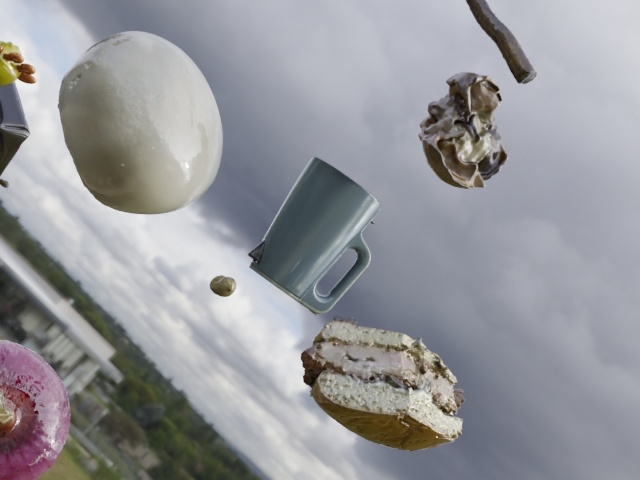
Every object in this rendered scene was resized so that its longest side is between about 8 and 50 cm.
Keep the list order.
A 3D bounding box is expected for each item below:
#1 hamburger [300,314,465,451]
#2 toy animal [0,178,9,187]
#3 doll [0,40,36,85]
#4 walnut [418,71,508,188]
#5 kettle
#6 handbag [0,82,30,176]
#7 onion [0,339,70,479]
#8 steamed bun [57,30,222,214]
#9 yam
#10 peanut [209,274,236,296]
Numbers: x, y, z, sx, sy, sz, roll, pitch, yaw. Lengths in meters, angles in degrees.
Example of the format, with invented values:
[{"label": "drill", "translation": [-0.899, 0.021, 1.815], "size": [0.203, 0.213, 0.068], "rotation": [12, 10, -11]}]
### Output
[{"label": "hamburger", "translation": [0.104, 0.245, 1.584], "size": [0.282, 0.155, 0.245], "rotation": [4, -34, -1]}, {"label": "toy animal", "translation": [-0.819, -0.126, 1.981], "size": [0.158, 0.312, 0.097], "rotation": [57, -48, 16]}, {"label": "doll", "translation": [-0.734, -0.380, 2.130], "size": [0.220, 0.135, 0.143], "rotation": [-1, -27, 19]}, {"label": "walnut", "translation": [0.296, -0.224, 2.051], "size": [0.204, 0.238, 0.141], "rotation": [35, -12, -33]}, {"label": "kettle", "translation": [0.000, 0.000, 1.815], "size": [0.210, 0.243, 0.160], "rotation": [35, -2, -26]}, {"label": "handbag", "translation": [-0.828, -0.295, 2.425], "size": [0.257, 0.113, 0.285], "rotation": [-55, -132, 39]}, {"label": "onion", "translation": [-0.749, 0.418, 2.219], "size": [0.358, 0.358, 0.345], "rotation": [52, -7, -32]}, {"label": "steamed bun", "translation": [-0.293, -0.204, 1.687], "size": [0.206, 0.324, 0.324], "rotation": [-11, -40, 18]}, {"label": "yam", "translation": [0.342, -0.449, 1.965], "size": [0.045, 0.045, 0.327], "rotation": [107, -36, -56]}, {"label": "peanut", "translation": [-0.161, 0.077, 1.614], "size": [0.037, 0.037, 0.083], "rotation": [49, -21, -19]}]
